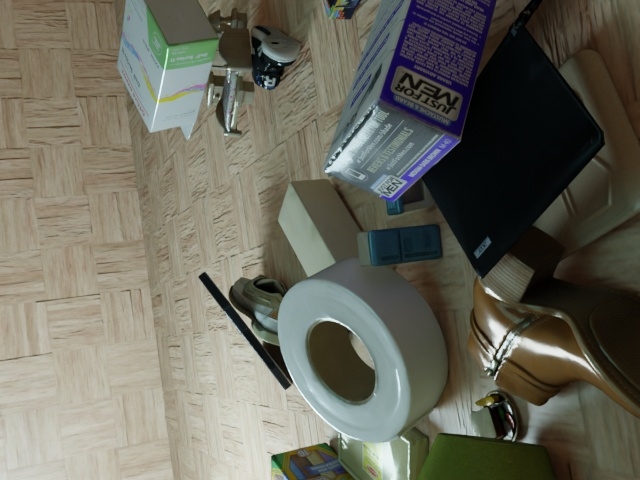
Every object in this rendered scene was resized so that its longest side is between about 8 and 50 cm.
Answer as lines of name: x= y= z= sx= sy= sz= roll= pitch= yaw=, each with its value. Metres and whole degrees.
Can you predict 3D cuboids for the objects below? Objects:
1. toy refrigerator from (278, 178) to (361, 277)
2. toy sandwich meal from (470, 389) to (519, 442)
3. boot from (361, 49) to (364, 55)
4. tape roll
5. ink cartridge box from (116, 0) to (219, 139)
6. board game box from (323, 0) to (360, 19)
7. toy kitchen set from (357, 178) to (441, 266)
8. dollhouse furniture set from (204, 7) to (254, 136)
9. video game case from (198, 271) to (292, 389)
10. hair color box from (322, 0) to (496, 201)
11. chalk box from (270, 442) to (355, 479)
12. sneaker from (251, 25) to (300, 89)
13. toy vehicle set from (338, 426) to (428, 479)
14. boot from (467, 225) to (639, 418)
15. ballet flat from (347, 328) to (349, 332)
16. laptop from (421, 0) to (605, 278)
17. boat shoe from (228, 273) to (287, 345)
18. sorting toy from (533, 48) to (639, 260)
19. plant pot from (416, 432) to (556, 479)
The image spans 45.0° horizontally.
toy refrigerator: x=0.023 y=0.013 z=1.408 sx=0.270 sy=0.094 sz=0.102 roll=59 pitch=144 yaw=37
toy sandwich meal: x=0.239 y=0.246 z=1.062 sx=0.085 sy=0.029 sz=0.086 roll=174 pitch=90 yaw=-66
boot: x=0.093 y=-0.263 z=1.251 sx=0.087 sy=0.042 sz=0.118 roll=-60 pitch=43 yaw=49
tape roll: x=0.063 y=0.175 z=1.233 sx=0.286 sy=0.100 sz=0.286 roll=23 pitch=125 yaw=37
ink cartridge box: x=-0.346 y=-0.384 z=1.688 sx=0.207 sy=0.119 sz=0.353 roll=61 pitch=150 yaw=19
board game box: x=0.036 y=-0.489 z=1.315 sx=0.141 sy=0.048 sz=0.170 roll=-51 pitch=50 yaw=55
toy kitchen set: x=0.135 y=-0.072 z=1.104 sx=0.166 sy=0.122 sz=0.207 roll=172 pitch=92 yaw=-66
dollhouse furniture set: x=-0.263 y=-0.338 z=1.748 sx=0.303 sy=0.173 sz=0.356 roll=106 pitch=161 yaw=-47
video game case: x=-0.176 y=0.209 z=1.794 sx=0.274 sy=0.026 sz=0.196 roll=57 pitch=171 yaw=-31
hair color box: x=0.121 y=-0.237 z=0.927 sx=0.185 sy=0.110 sz=0.339 roll=134 pitch=158 yaw=-64
chalk box: x=0.000 y=0.518 z=1.527 sx=0.213 sy=0.132 sz=0.133 roll=-148 pitch=56 yaw=-60
sneaker: x=-0.094 y=-0.363 z=1.606 sx=0.217 sy=0.079 sz=0.121 roll=-120 pitch=30 yaw=-57
toy vehicle set: x=0.105 y=0.375 z=1.379 sx=0.267 sy=0.035 sz=0.166 roll=-154 pitch=61 yaw=-62
boot: x=0.273 y=0.139 z=0.881 sx=0.283 sy=0.109 sz=0.220 roll=43 pitch=148 yaw=30
ballet flat: x=0.019 y=0.168 z=1.480 sx=0.074 sy=0.074 sz=0.203 roll=57 pitch=138 yaw=45
laptop: x=0.225 y=-0.137 z=0.872 sx=0.136 sy=0.264 sz=0.234 roll=35 pitch=137 yaw=4
boat shoe: x=-0.123 y=0.134 z=1.759 sx=0.302 sy=0.113 sz=0.103 roll=36 pitch=108 yaw=60
sorting toy: x=0.280 y=-0.084 z=0.895 sx=0.208 sy=0.038 sz=0.193 roll=-44 pitch=56 yaw=55
plant pot: x=0.201 y=0.395 z=0.952 sx=0.274 sy=0.274 sz=0.294 roll=163 pitch=117 yaw=-65
